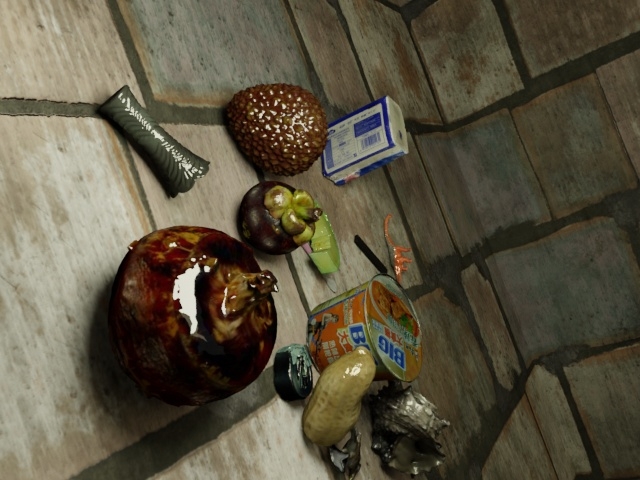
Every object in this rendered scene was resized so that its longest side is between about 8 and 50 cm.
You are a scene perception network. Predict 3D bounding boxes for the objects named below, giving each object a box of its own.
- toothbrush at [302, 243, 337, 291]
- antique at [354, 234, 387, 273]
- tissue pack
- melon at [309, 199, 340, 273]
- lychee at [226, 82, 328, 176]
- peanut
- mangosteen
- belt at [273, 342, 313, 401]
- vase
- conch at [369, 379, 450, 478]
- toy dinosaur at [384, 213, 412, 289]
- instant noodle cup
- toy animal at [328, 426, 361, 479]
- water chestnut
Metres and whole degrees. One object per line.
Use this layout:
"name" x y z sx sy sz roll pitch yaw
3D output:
"toothbrush" -0.029 0.034 1.737 0.286 0.020 0.025 56 24 -22
"antique" 0.168 0.052 2.050 0.192 0.015 0.031 47 37 -32
"tissue pack" 0.138 -0.315 1.981 0.137 0.270 0.209 36 40 -45
"melon" 0.000 0.000 1.735 0.118 0.064 0.209 49 23 -49
"lychee" -0.118 -0.300 1.601 0.271 0.271 0.271 36 43 -43
"peanut" 0.045 0.365 1.447 0.137 0.122 0.253 7 110 -49
"mangosteen" -0.089 -0.061 1.503 0.192 0.217 0.192 26 57 -49
"belt" -0.061 0.314 1.466 0.105 0.058 0.140 32 45 -51
"vase" -0.350 -0.213 1.294 0.237 0.115 0.115 50 35 -26
"conch" 0.252 0.505 1.685 0.186 0.241 0.313 -30 111 -47
"toy dinosaur" 0.276 0.041 2.191 0.101 0.055 0.279 11 62 -30
"instant noodle cup" 0.111 0.253 1.629 0.296 0.214 0.296 37 42 -43
"toy animal" 0.077 0.538 1.530 0.105 0.070 0.202 -46 141 -21
"water chestnut" -0.206 0.125 1.106 0.350 0.302 0.350 40 41 -47
